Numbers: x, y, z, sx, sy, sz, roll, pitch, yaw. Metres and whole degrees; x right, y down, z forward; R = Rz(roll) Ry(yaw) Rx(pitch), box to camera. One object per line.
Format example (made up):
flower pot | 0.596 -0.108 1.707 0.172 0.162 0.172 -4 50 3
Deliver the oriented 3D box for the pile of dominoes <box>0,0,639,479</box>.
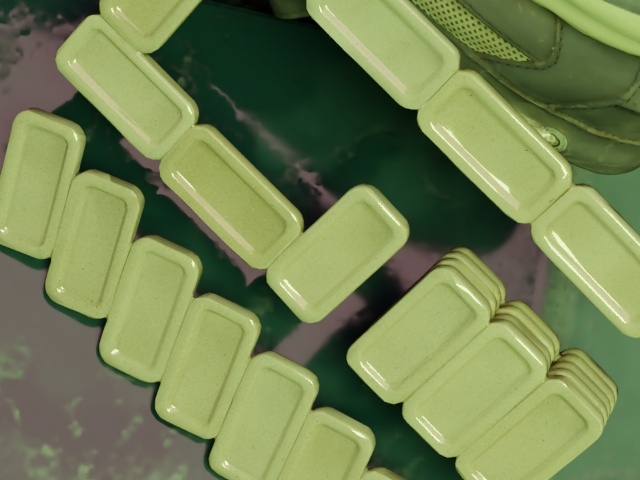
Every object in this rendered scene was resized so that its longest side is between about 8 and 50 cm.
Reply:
pile of dominoes | 0.000 0.000 0.715 0.251 0.040 0.196 46 114 0

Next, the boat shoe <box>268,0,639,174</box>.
boat shoe | 0.006 -0.145 0.721 0.355 0.130 0.132 40 44 22
